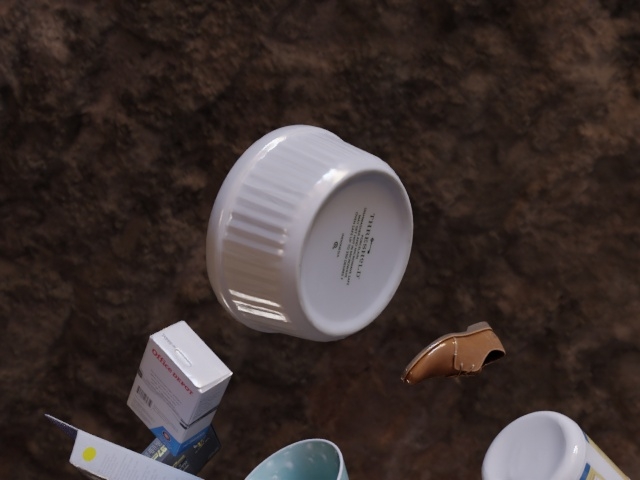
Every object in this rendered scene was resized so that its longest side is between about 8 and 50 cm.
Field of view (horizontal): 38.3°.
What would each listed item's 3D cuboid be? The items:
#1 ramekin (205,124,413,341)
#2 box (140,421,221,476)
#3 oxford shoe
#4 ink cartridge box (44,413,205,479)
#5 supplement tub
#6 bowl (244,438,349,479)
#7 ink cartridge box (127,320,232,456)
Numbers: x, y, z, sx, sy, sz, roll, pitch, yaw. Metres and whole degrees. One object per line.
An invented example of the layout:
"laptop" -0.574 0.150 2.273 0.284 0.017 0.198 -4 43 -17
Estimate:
"ramekin" 0.000 0.000 1.135 0.273 0.127 0.272 -20 -61 -42
"box" -0.347 0.520 2.193 0.232 0.059 0.183 -46 -32 -26
"oxford shoe" 0.229 0.203 1.561 0.212 0.076 0.076 -19 -36 -30
"ink cartridge box" -0.284 0.415 1.515 0.303 0.307 0.072 69 -140 -56
"supplement tub" 0.316 0.327 1.173 0.144 0.144 0.200 -41 -65 9
"bowl" -0.043 0.623 2.110 0.311 0.311 0.163 -34 -68 1
"ink cartridge box" -0.261 0.272 1.697 0.086 0.148 0.203 -25 -29 -45
